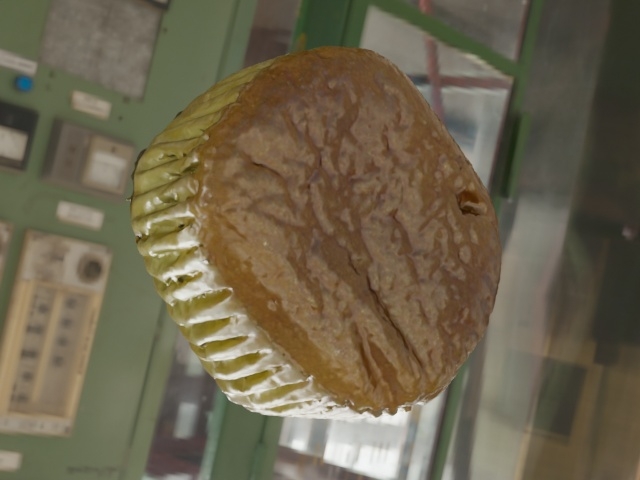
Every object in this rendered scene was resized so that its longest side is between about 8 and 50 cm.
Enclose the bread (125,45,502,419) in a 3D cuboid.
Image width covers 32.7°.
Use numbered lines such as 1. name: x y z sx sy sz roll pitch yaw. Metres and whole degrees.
1. bread: 0.000 0.000 0.753 0.142 0.227 0.253 -15 112 55
